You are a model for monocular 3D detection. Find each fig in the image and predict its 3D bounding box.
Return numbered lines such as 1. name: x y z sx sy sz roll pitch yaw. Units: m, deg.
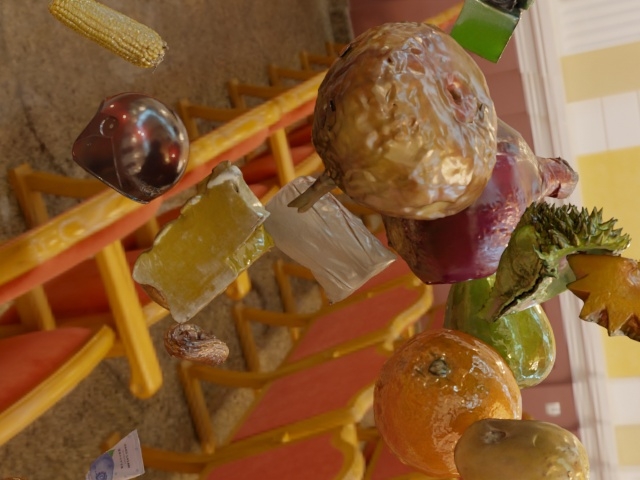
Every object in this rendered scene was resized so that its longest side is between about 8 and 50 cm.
1. fig: 0.064 -0.135 1.168 0.286 0.369 0.286 31 44 -37
2. fig: 0.407 0.202 1.891 0.258 0.258 0.326 9 63 -68

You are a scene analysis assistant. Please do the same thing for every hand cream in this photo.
1. hand cream: -0.386 0.421 1.495 0.053 0.142 0.084 20 44 -50

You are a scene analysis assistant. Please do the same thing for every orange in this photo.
1. orange: 0.259 0.333 1.650 0.312 0.312 0.312 -8 90 -68

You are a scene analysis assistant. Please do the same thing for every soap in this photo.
1. soap: -0.141 -0.047 1.434 0.169 0.304 0.338 47 31 -2

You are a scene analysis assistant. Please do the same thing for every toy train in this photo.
1. toy train: 0.430 -0.576 1.904 0.248 0.174 0.307 -67 174 34

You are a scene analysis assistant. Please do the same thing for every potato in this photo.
1. potato: 0.345 0.390 1.386 0.150 0.234 0.146 -4 92 -56

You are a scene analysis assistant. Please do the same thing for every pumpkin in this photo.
1. pumpkin: 0.490 0.096 1.145 0.149 0.254 0.130 35 61 -55

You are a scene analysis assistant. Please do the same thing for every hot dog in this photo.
1. hot dog: -0.360 0.304 2.304 0.099 0.161 0.227 -67 159 -1

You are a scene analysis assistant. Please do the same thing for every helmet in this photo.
1. helmet: -0.348 -0.177 1.516 0.189 0.193 0.215 22 56 -63

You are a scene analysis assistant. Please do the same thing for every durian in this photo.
1. durian: 0.359 0.042 1.245 0.169 0.158 0.352 -57 173 -22

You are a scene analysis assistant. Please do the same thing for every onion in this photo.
1. onion: 0.328 -0.120 1.604 0.398 0.420 0.398 166 -90 -84

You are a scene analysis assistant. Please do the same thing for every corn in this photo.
1. corn: -0.540 -0.537 2.028 0.305 0.106 0.106 24 54 -24

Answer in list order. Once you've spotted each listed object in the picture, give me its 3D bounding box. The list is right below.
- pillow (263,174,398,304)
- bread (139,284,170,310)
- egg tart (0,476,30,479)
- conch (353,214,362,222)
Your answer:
1. pillow: 0.000 0.000 1.585 0.270 0.173 0.067 45 14 7
2. bread: -0.365 0.113 1.960 0.193 0.064 0.193 35 12 -9
3. egg tart: -0.526 0.497 1.348 0.147 0.203 0.202 -57 154 2
4. conch: 0.051 0.017 2.011 0.187 0.124 0.181 -3 105 -44
